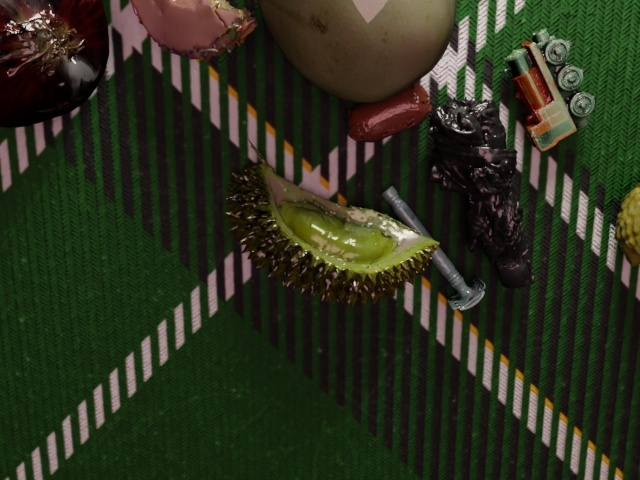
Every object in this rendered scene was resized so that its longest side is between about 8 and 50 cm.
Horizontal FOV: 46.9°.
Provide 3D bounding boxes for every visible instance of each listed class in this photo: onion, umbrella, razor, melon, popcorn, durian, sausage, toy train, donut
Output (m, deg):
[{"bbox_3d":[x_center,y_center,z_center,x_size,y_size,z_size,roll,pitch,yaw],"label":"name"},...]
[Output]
[{"bbox_3d":[-0.447,-0.292,1.045,0.273,0.285,0.273,-17,114,-44],"label":"onion"},{"bbox_3d":[0.255,-0.065,1.192,0.128,0.154,0.337,-36,128,-25],"label":"umbrella"},{"bbox_3d":[0.178,0.008,1.227,0.068,0.106,0.232,-38,92,6],"label":"razor"},{"bbox_3d":[0.045,-0.360,1.022,0.268,0.268,0.330,-31,92,5],"label":"melon"},{"bbox_3d":[0.569,-0.026,1.207,0.173,0.142,0.174,-12,113,-30],"label":"popcorn"},{"bbox_3d":[0.000,0.000,1.189,0.351,0.158,0.169,24,69,1],"label":"durian"},{"bbox_3d":[0.107,-0.200,1.164,0.141,0.076,0.076,-22,105,6],"label":"sausage"},{"bbox_3d":[0.357,-0.240,1.171,0.118,0.074,0.176,-30,106,8],"label":"toy train"},{"bbox_3d":[-0.187,-0.376,1.064,0.199,0.085,0.233,-2,104,30],"label":"donut"}]
